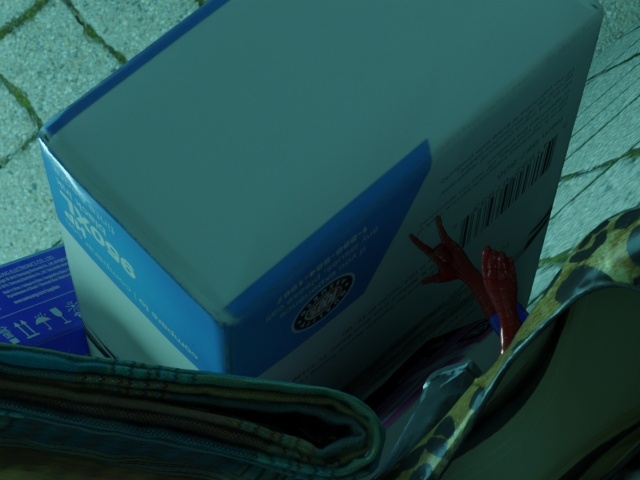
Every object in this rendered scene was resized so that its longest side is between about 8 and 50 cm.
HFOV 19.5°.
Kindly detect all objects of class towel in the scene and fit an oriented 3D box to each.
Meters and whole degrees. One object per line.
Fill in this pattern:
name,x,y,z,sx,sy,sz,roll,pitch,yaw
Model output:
towel,-0.140,0.108,0.925,0.370,0.271,0.040,134,143,-70

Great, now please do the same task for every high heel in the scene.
high heel,0.103,0.086,0.772,0.261,0.093,0.186,-36,15,42

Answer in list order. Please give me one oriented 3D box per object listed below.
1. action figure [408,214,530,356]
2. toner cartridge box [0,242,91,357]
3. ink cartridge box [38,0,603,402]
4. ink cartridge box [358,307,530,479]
action figure,0.135,0.012,0.911,0.280,0.139,0.091,-42,0,28
toner cartridge box,-0.177,0.081,1.306,0.348,0.075,0.165,-22,-33,-55
ink cartridge box,0.000,0.000,1.164,0.285,0.166,0.395,-40,-21,-19
ink cartridge box,-0.024,0.184,1.043,0.371,0.069,0.176,-43,3,-17
